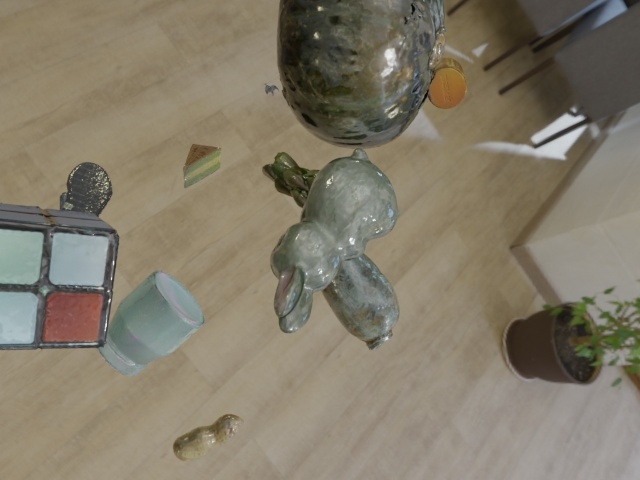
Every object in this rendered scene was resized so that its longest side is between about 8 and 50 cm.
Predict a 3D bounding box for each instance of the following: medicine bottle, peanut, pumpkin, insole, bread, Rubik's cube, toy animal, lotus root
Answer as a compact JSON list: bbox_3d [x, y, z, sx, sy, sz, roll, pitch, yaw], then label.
[{"bbox_3d":[0.309,-0.391,1.367,0.096,0.096,0.192,48,25,-11],"label":"medicine bottle"},{"bbox_3d":[-0.338,0.599,1.689,0.227,0.104,0.086,-24,60,-7],"label":"peanut"},{"bbox_3d":[0.089,-0.417,1.166,0.343,0.454,0.455,5,67,12],"label":"pumpkin"},{"bbox_3d":[-0.556,-0.103,1.304,0.110,0.012,0.309,22,29,-21],"label":"insole"},{"bbox_3d":[-0.335,-0.207,1.569,0.084,0.074,0.139,8,38,-4],"label":"bread"},{"bbox_3d":[-0.409,0.049,0.809,0.183,0.167,0.180,8,96,-32],"label":"Rubik's cube"},{"bbox_3d":[-0.004,-0.005,0.664,0.236,0.108,0.138,-40,133,-32],"label":"toy animal"},{"bbox_3d":[0.087,0.118,1.458,0.175,0.175,0.350,-35,90,-35],"label":"lotus root"},{"bbox_3d":[-0.177,-0.522,1.912,0.050,0.028,0.084,29,29,13],"label":"toy animal"},{"bbox_3d":[-0.566,0.279,1.818,0.290,0.245,0.245,-40,100,3],"label":"medicine bottle"}]

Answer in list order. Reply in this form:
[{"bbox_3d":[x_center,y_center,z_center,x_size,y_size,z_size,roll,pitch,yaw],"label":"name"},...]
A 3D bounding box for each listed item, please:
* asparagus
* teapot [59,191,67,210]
[{"bbox_3d":[-0.025,-0.093,0.959,0.080,0.287,0.080,-27,135,-30],"label":"asparagus"},{"bbox_3d":[-0.700,-0.089,1.532,0.049,0.063,0.083,12,70,-53],"label":"teapot"}]
